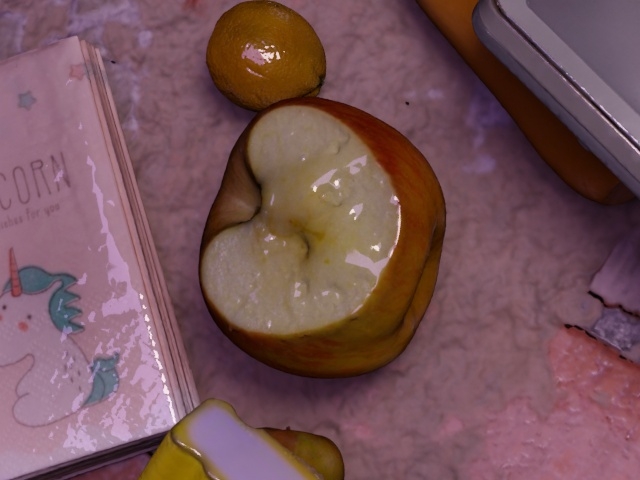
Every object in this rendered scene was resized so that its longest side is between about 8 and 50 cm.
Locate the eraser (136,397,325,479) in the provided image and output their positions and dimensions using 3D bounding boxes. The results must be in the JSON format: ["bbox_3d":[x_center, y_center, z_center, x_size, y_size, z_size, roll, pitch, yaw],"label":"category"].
[{"bbox_3d":[-0.075,0.233,0.953,0.158,0.069,0.226,42,125,12],"label":"eraser"}]

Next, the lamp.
[{"bbox_3d":[0.270,-0.118,0.921,0.266,0.047,0.269,-32,73,-35],"label":"lamp"}]

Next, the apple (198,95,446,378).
[{"bbox_3d":[0.000,0.000,0.979,0.173,0.160,0.195,18,84,11],"label":"apple"}]

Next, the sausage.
[{"bbox_3d":[0.145,-0.169,1.006,0.112,0.112,0.328,-39,73,4],"label":"sausage"}]

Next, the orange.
[{"bbox_3d":[-0.040,-0.139,1.050,0.095,0.085,0.085,28,88,4],"label":"orange"}]

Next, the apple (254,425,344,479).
[{"bbox_3d":[-0.026,0.173,0.997,0.089,0.089,0.075,-4,91,12],"label":"apple"}]

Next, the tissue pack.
[{"bbox_3d":[-0.214,0.018,1.069,0.170,0.071,0.325,-20,77,10],"label":"tissue pack"}]
